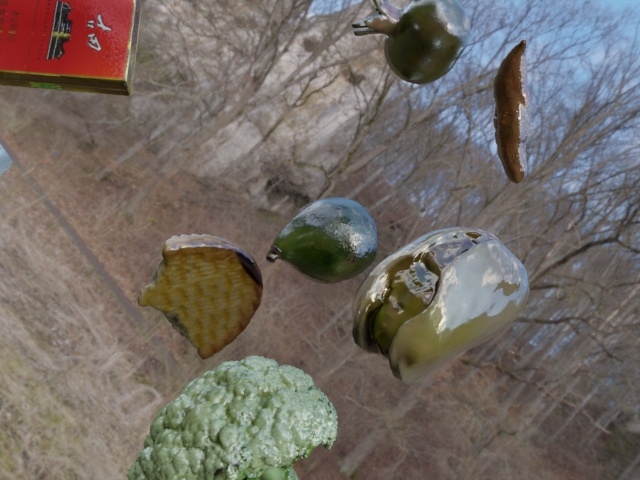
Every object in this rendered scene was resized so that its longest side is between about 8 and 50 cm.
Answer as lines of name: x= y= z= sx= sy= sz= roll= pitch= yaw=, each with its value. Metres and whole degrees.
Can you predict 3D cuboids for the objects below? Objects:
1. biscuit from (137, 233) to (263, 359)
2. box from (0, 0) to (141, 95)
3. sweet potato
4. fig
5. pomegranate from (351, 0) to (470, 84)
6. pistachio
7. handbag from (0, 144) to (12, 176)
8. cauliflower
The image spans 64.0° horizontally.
biscuit: x=-0.158 y=0.080 z=0.676 sx=0.031 sy=0.176 sz=0.229 roll=56 pitch=-45 yaw=38
box: x=-0.222 y=-0.168 z=0.423 sx=0.023 sy=0.133 sz=0.090 roll=115 pitch=-23 yaw=-71
sweet potato: x=0.490 y=-0.324 z=1.307 sx=0.106 sy=0.095 sz=0.355 roll=-118 pitch=-159 yaw=-68
fig: x=0.000 y=0.000 z=1.062 sx=0.195 sy=0.244 sz=0.196 roll=-1 pitch=-91 yaw=53
pomegranate: x=0.152 y=-0.353 z=0.868 sx=0.191 sy=0.131 sz=0.152 roll=15 pitch=-35 yaw=-13
pistachio: x=0.169 y=0.084 z=0.716 sx=0.166 sy=0.287 sz=0.197 roll=36 pitch=-39 yaw=45
handbag: x=-0.440 y=-0.133 z=0.434 sx=0.171 sy=0.151 sz=0.298 roll=-98 pitch=167 yaw=-58
cauliflower: x=-0.123 y=0.318 z=0.758 sx=0.275 sy=0.272 sz=0.250 roll=-6 pitch=-66 yaw=46
